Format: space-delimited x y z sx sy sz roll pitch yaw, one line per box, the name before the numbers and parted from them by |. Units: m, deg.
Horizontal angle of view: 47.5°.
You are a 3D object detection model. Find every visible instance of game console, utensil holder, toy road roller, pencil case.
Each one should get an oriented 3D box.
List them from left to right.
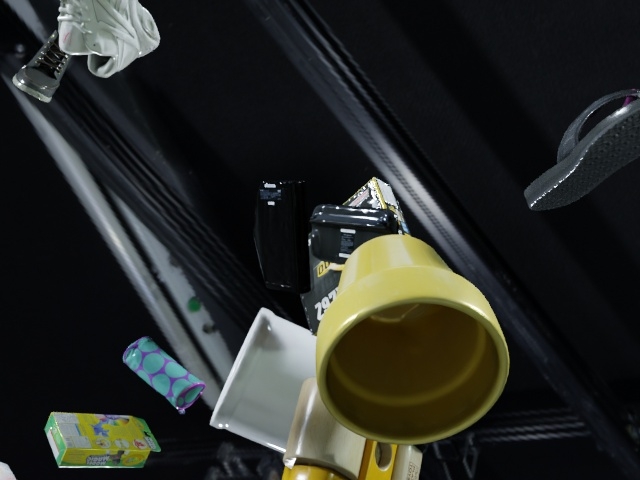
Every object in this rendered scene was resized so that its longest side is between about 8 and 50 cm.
pencil case | -0.273 0.231 1.265 0.152 0.064 0.070 33 -10 26
utensil holder | -0.046 0.400 1.877 0.386 0.327 0.327 25 -52 -4
game console | 0.000 0.000 1.324 0.361 0.044 0.213 7 -77 47
toy road roller | 0.018 0.356 1.216 0.241 0.202 0.329 -8 -38 34

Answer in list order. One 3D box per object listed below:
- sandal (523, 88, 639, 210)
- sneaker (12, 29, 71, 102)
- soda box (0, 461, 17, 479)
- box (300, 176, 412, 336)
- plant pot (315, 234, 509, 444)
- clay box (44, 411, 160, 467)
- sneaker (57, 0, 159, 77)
sandal | 0.525 -0.191 1.389 0.168 0.107 0.446 -6 -20 -22
sneaker | -0.570 -0.371 1.518 0.083 0.222 0.118 30 -74 -25
soda box | -0.433 0.286 0.858 0.063 0.058 0.183 39 -12 31
box | 0.076 0.048 1.739 0.079 0.257 0.322 18 -47 -42
plant pot | 0.118 0.119 1.046 0.254 0.239 0.254 -1 -60 -1
clay box | -0.471 0.435 1.584 0.222 0.127 0.053 17 -75 -39
sneaker | -0.270 -0.277 0.859 0.090 0.115 0.232 28 -21 22
